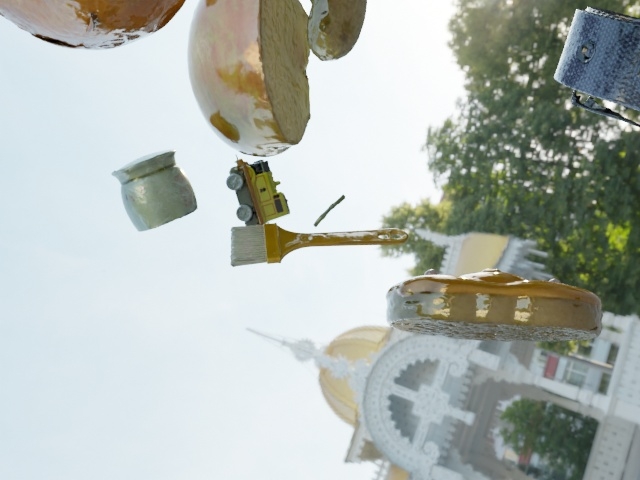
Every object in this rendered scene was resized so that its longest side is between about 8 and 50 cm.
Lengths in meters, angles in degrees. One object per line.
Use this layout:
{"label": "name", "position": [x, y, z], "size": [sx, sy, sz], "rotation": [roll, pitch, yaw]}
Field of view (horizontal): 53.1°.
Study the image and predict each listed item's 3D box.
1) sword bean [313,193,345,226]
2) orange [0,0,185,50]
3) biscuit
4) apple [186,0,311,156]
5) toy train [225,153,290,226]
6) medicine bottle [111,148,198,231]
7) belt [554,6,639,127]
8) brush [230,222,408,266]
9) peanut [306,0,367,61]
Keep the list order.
{"label": "sword bean", "position": [0.015, -0.055, 1.188], "size": [0.083, 0.012, 0.012], "rotation": [-44, -25, 13]}
{"label": "orange", "position": [-0.250, -0.333, 0.632], "size": [0.226, 0.283, 0.284], "rotation": [-59, -31, -32]}
{"label": "biscuit", "position": [0.138, 0.052, 0.528], "size": [0.170, 0.170, 0.050], "rotation": [30, -117, -62]}
{"label": "apple", "position": [-0.125, -0.324, 1.199], "size": [0.252, 0.314, 0.309], "rotation": [12, -103, -25]}
{"label": "toy train", "position": [-0.150, -0.113, 1.554], "size": [0.089, 0.127, 0.219], "rotation": [6, -113, -87]}
{"label": "medicine bottle", "position": [-0.344, -0.107, 1.333], "size": [0.147, 0.147, 0.143], "rotation": [-37, -70, -49]}
{"label": "belt", "position": [0.401, -0.205, 0.789], "size": [0.139, 0.230, 0.126], "rotation": [-5, -61, -33]}
{"label": "brush", "position": [0.000, 0.000, 0.968], "size": [0.103, 0.272, 0.013], "rotation": [-101, 10, -56]}
{"label": "peanut", "position": [0.025, -0.390, 1.016], "size": [0.095, 0.108, 0.226], "rotation": [11, -103, -39]}
